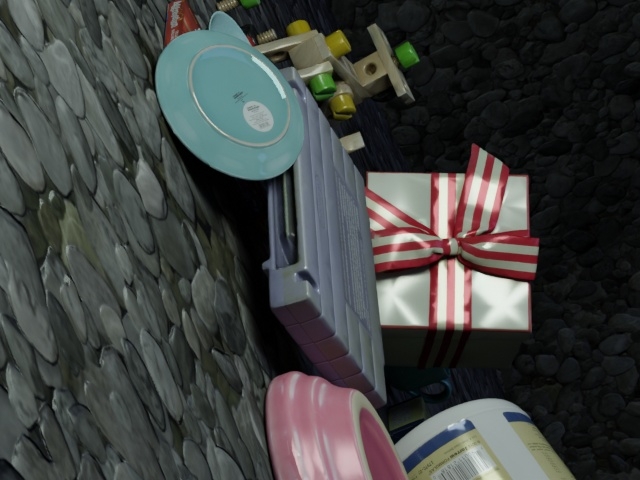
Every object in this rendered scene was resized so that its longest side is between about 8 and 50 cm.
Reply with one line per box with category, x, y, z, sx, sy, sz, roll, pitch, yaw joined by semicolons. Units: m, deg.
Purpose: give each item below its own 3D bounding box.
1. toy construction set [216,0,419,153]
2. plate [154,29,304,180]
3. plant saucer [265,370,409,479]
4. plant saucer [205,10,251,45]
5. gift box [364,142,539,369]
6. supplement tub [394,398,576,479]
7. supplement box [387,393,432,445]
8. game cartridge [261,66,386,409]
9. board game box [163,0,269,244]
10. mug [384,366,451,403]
toy construction set;0.022;-0.209;2.141;0.309;0.237;0.257;-101;167;-47
plate;-0.091;-0.152;1.656;0.188;0.024;0.188;20;52;-28
plant saucer;0.044;0.284;1.584;0.332;0.084;0.332;-21;90;-81
plant saucer;-0.100;-0.168;1.774;0.195;0.037;0.195;-17;90;-75
gift box;0.158;0.024;2.120;0.258;0.255;0.276;92;-5;-73
supplement tub;0.218;0.363;1.756;0.316;0.228;0.228;55;0;34
supplement box;0.140;0.285;2.241;0.083;0.056;0.083;-89;156;-67
game cartridge;0.000;0.000;1.756;0.230;0.068;0.355;61;18;-45
board game box;-0.114;-0.144;1.851;0.145;0.027;0.281;-98;164;-60
mug;0.134;0.177;2.339;0.129;0.097;0.158;36;34;-75
